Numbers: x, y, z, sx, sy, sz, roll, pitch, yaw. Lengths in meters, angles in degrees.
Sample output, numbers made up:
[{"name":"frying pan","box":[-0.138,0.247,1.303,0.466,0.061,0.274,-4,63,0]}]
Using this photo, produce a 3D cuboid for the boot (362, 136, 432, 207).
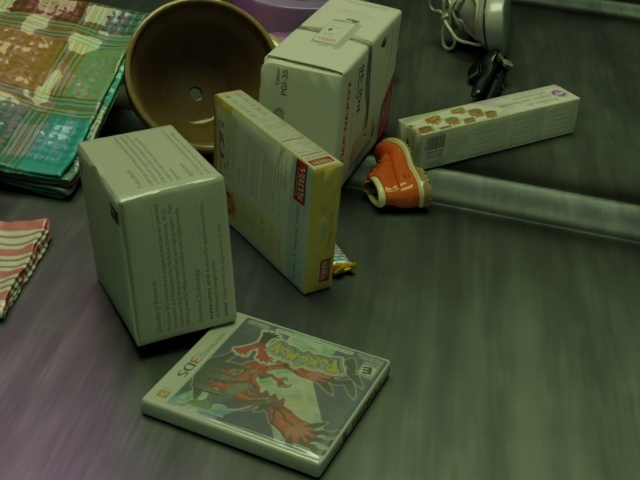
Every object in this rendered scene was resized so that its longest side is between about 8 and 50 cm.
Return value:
[{"name":"boot","box":[0.093,-0.097,1.487,0.085,0.059,0.158,-10,34,-12]}]

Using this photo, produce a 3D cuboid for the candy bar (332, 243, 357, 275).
[{"name":"candy bar","box":[0.000,0.000,1.351,0.040,0.018,0.161,-9,33,-20]}]

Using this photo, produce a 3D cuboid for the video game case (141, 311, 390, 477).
[{"name":"video game case","box":[-0.053,0.151,1.088,0.201,0.023,0.183,16,33,19]}]

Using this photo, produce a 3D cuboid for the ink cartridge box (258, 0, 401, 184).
[{"name":"ink cartridge box","box":[0.015,-0.208,1.514,0.117,0.207,0.283,15,33,14]}]

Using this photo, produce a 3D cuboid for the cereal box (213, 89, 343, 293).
[{"name":"cereal box","box":[-0.060,-0.065,1.304,0.047,0.173,0.240,-15,37,-30]}]

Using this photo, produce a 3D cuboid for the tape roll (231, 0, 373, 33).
[{"name":"tape roll","box":[-0.036,-0.455,2.035,0.275,0.090,0.275,3,32,-2]}]

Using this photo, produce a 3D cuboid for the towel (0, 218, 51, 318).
[{"name":"towel","box":[-0.418,0.025,1.253,0.144,0.029,0.197,4,31,2]}]

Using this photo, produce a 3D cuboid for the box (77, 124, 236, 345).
[{"name":"box","box":[-0.185,-0.011,1.171,0.119,0.182,0.181,-14,29,-21]}]

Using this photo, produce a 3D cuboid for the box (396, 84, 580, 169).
[{"name":"box","box":[0.263,-0.178,1.631,0.324,0.067,0.063,-16,36,-28]}]

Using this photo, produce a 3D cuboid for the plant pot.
[{"name":"plant pot","box":[-0.182,-0.239,1.590,0.237,0.237,0.110,-6,-8,-15]}]

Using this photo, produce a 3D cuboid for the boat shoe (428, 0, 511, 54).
[{"name":"boat shoe","box":[0.283,-0.436,1.992,0.156,0.136,0.367,1,23,10]}]

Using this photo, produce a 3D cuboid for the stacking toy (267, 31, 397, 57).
[{"name":"stacking toy","box":[0.011,-0.294,1.755,0.141,0.141,0.330,28,32,35]}]

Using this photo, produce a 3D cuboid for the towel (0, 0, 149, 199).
[{"name":"towel","box":[-0.429,-0.235,1.528,0.271,0.040,0.370,13,53,5]}]

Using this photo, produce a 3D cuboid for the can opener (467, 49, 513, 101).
[{"name":"can opener","box":[0.294,-0.275,1.818,0.059,0.073,0.186,41,33,-14]}]
